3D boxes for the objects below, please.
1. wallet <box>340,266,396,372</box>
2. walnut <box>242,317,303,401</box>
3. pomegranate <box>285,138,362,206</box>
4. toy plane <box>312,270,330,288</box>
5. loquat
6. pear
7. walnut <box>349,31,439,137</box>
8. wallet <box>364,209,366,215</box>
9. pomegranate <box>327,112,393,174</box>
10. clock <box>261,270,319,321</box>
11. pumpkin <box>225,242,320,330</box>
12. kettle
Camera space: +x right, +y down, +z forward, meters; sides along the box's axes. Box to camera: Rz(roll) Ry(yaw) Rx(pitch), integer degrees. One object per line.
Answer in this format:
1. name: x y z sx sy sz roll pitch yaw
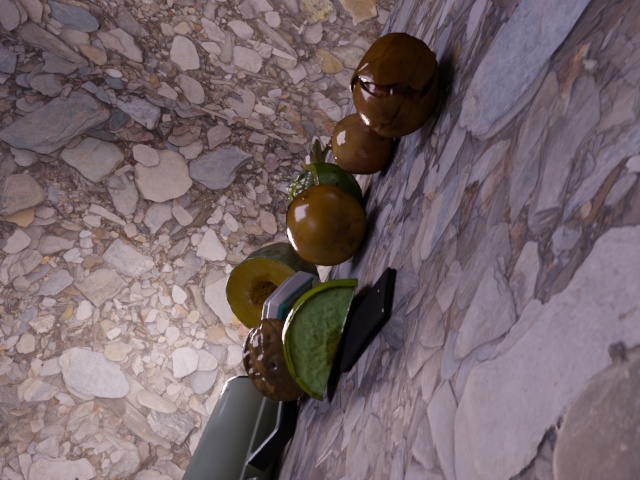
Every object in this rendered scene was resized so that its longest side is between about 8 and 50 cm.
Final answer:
1. wallet: 0.091 0.166 1.146 0.244 0.025 0.124 117 171 -47
2. walnut: -0.116 0.335 1.578 0.198 0.198 0.244 127 121 -71
3. pomegranate: 0.008 -0.158 1.805 0.260 0.261 0.340 128 139 -72
4. toy plane: -0.020 0.215 1.678 0.229 0.092 0.244 -88 18 -65
5. loquat: 0.015 -0.042 1.550 0.235 0.235 0.235 -160 90 -84
6. pear: -0.003 0.204 1.346 0.239 0.139 0.287 -11 -62 -79
7. walnut: 0.181 -0.377 1.305 0.336 0.209 0.209 -67 2 -46
8. wallet: 0.100 -0.029 1.687 0.129 0.026 0.088 120 169 -59
9. pomegranate: 0.117 -0.279 1.611 0.191 0.191 0.191 -160 90 -84
10. clock: -0.116 0.249 1.790 0.231 0.116 0.262 -39 -36 -54
11. pumpkin: -0.146 0.172 2.002 0.332 0.332 0.199 -67 -8 27
12. kettle: -0.211 0.591 1.655 0.361 0.250 0.376 -39 22 36
